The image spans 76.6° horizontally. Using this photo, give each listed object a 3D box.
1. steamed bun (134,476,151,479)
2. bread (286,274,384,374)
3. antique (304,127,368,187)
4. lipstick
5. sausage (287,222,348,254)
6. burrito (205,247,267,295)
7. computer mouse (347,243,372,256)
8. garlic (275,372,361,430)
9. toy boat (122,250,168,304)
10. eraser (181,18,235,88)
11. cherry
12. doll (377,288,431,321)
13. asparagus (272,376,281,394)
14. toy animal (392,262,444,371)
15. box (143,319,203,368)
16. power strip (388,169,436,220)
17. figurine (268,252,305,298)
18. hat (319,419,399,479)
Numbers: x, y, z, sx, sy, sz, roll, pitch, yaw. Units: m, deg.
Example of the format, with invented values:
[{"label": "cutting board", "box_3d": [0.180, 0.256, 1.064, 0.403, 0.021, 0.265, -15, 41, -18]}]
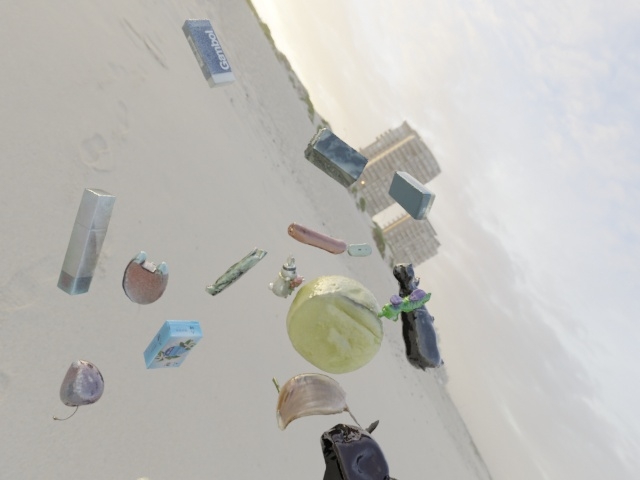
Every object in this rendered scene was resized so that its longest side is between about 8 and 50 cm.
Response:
[{"label": "steamed bun", "box_3d": [-0.626, 0.956, 1.347, 0.290, 0.272, 0.273, 51, 35, 6]}, {"label": "bread", "box_3d": [0.051, 0.267, 1.329, 0.320, 0.320, 0.237, 58, 5, 1]}, {"label": "antique", "box_3d": [0.043, -0.257, 1.255, 0.183, 0.086, 0.088, 34, -21, -12]}, {"label": "lipstick", "box_3d": [-0.811, 0.005, 1.405, 0.079, 0.371, 0.076, 25, 10, 18]}, {"label": "sausage", "box_3d": [0.000, 0.000, 0.925, 0.186, 0.043, 0.043, 20, 30, -44]}, {"label": "burrito", "box_3d": [-0.364, 0.134, 1.771, 0.066, 0.309, 0.096, 52, -10, 4]}, {"label": "computer mouse", "box_3d": [0.162, 0.043, 1.714, 0.032, 0.110, 0.056, 96, -7, -73]}, {"label": "garlic", "box_3d": [-0.007, 0.384, 0.968, 0.090, 0.198, 0.128, 106, -14, -45]}, {"label": "toy boat", "box_3d": [-0.628, 0.136, 1.471, 0.155, 0.227, 0.085, 27, 31, -8]}, {"label": "eraser", "box_3d": [-0.368, -0.616, 1.338, 0.046, 0.092, 0.212, -15, -78, 48]}, {"label": "cherry", "box_3d": [-0.746, 0.443, 1.232, 0.148, 0.188, 0.115, 67, 28, -10]}, {"label": "doll", "box_3d": [0.244, 0.184, 1.153, 0.050, 0.190, 0.115, 59, -30, 30]}, {"label": "asparagus", "box_3d": [-0.170, 0.702, 1.808, 0.248, 0.024, 0.025, 47, -18, 55]}, {"label": "toy animal", "box_3d": [0.302, 0.242, 1.289, 0.168, 0.106, 0.343, 10, 66, -67]}, {"label": "box", "box_3d": [-0.599, 0.423, 1.645, 0.142, 0.232, 0.083, 13, 35, -46]}, {"label": "power strip", "box_3d": [0.177, -0.091, 0.799, 0.123, 0.032, 0.056, -121, -140, -53]}, {"label": "figurine", "box_3d": [-0.104, 0.119, 1.376, 0.098, 0.146, 0.081, 21, 17, -47]}, {"label": "hat", "box_3d": [0.108, 0.610, 1.001, 0.238, 0.209, 0.336, -170, -99, -74]}]
